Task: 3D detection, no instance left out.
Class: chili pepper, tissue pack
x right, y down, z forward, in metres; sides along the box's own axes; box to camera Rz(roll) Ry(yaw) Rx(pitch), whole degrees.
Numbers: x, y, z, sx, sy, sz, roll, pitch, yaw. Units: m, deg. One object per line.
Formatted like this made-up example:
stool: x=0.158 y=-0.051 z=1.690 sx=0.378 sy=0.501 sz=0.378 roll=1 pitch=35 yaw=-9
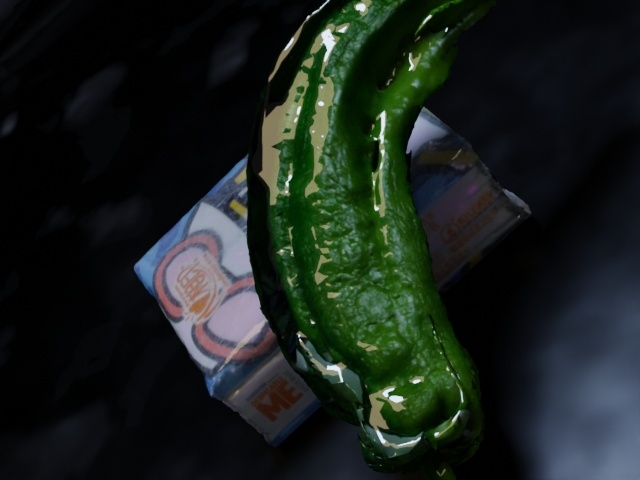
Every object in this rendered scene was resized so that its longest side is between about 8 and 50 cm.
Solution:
chili pepper: x=0.034 y=0.000 z=0.529 sx=0.122 sy=0.065 sz=0.278 roll=-3 pitch=78 yaw=13
tissue pack: x=0.000 y=0.000 z=0.623 sx=0.155 sy=0.065 sz=0.115 roll=-43 pitch=37 yaw=1

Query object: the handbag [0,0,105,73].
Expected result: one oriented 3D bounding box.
handbag: x=-0.160 y=-0.279 z=0.984 sx=0.288 sy=0.152 sz=0.342 roll=-46 pitch=32 yaw=17
